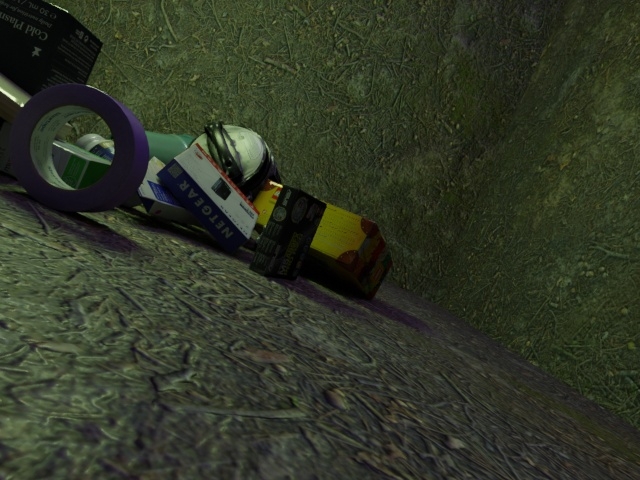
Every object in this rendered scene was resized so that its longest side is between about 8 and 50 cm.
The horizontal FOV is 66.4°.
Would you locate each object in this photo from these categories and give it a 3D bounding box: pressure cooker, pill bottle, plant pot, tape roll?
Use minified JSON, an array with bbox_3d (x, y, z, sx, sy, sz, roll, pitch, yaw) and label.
[{"bbox_3d":[-0.371,-0.269,2.039,0.369,0.376,0.420,20,-28,17],"label":"pressure cooker"},{"bbox_3d":[-0.677,-0.234,1.594,0.264,0.153,0.153,34,5,20],"label":"pill bottle"},{"bbox_3d":[-0.744,-0.337,2.153,0.341,0.341,0.334,25,10,31],"label":"plant pot"},{"bbox_3d":[-0.532,-0.200,1.088,0.274,0.275,0.090,23,2,-1],"label":"tape roll"}]

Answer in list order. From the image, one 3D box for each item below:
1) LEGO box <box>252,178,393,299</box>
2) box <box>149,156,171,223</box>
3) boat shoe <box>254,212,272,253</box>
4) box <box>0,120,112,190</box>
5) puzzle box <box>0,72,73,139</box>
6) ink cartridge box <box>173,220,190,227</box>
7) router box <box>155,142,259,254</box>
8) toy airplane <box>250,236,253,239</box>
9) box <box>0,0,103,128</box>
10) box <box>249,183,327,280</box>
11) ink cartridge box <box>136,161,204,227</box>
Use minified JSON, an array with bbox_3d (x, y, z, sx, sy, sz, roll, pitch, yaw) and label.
[{"bbox_3d":[0.000,0.000,1.942,0.500,0.193,0.372,24,-15,26],"label":"LEGO box"},{"bbox_3d":[-0.552,-0.179,1.681,0.067,0.063,0.324,39,13,-40],"label":"box"},{"bbox_3d":[-0.163,0.034,1.709,0.127,0.158,0.341,27,-27,14],"label":"boat shoe"},{"bbox_3d":[-0.703,-0.198,1.330,0.231,0.127,0.262,25,2,-3],"label":"box"},{"bbox_3d":[-0.858,-0.411,1.223,0.409,0.052,0.272,37,1,-7],"label":"puzzle box"},{"bbox_3d":[-0.472,-0.152,1.777,0.208,0.206,0.045,24,-29,1],"label":"ink cartridge box"},{"bbox_3d":[-0.355,-0.147,1.619,0.335,0.082,0.301,49,13,-16],"label":"router box"},{"bbox_3d":[-0.380,-0.037,2.267,0.151,0.028,0.151,24,3,-1],"label":"toy airplane"},{"bbox_3d":[-1.017,-0.532,1.487,0.479,0.472,0.297,23,3,-5],"label":"box"},{"bbox_3d":[-0.093,-0.018,1.491,0.060,0.270,0.216,23,1,24],"label":"box"},{"bbox_3d":[-0.478,-0.149,1.501,0.176,0.069,0.371,58,11,17],"label":"ink cartridge box"}]
